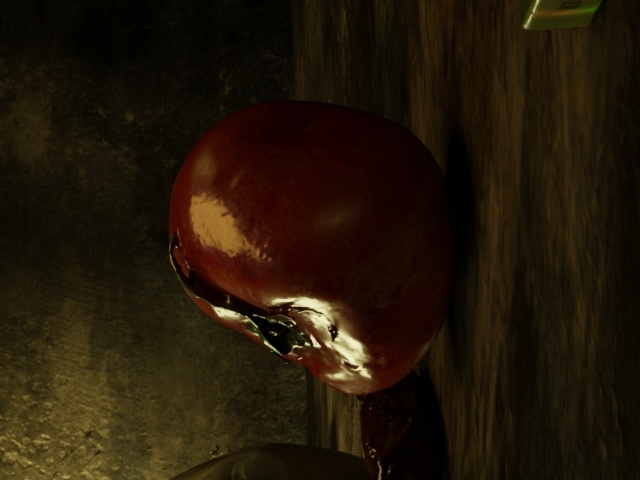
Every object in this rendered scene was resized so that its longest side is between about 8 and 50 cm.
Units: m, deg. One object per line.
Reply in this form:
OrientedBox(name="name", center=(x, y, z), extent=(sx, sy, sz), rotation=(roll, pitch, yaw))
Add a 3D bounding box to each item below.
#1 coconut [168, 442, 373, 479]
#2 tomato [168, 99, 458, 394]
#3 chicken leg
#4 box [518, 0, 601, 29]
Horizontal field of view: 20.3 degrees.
OrientedBox(name="coconut", center=(-0.038, 0.260, 1.292), extent=(0.239, 0.239, 0.244), rotation=(-98, 6, -62))
OrientedBox(name="tomato", center=(0.000, 0.000, 1.073), extent=(0.187, 0.187, 0.151), rotation=(95, -164, -63))
OrientedBox(name="chicken leg", center=(0.056, 0.164, 1.190), extent=(0.253, 0.051, 0.106), rotation=(-98, 1, -52))
OrientedBox(name="box", center=(0.087, -0.187, 0.643), extent=(0.121, 0.030, 0.193), rotation=(100, 168, -76))
